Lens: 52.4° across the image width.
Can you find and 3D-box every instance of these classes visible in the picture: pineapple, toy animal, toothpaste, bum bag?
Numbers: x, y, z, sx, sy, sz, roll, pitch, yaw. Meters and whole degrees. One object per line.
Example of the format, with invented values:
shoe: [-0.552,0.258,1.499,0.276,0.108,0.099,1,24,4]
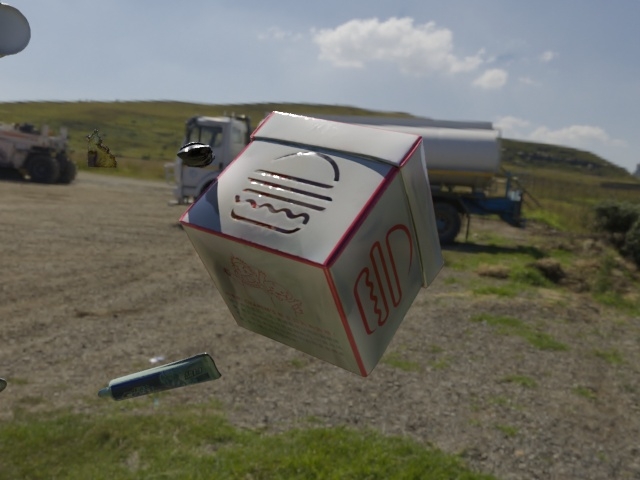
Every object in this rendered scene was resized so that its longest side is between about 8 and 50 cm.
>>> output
pineapple: [-0.607,-0.241,1.749,0.114,0.114,0.077,14,30,34]
toy animal: [-0.672,-0.423,1.324,0.130,0.104,0.221,-27,24,-23]
toothpaste: [-0.350,0.299,1.395,0.268,0.069,0.047,-15,3,6]
bum bag: [-0.201,-0.140,1.057,0.058,0.034,0.124,-9,-2,-8]

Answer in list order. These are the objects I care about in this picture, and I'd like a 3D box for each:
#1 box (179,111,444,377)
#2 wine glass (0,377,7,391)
box: [0.000,0.000,1.135,0.314,0.300,0.312,16,-35,31]
wine glass: [-0.751,0.234,1.409,0.103,0.222,0.103,-21,-27,-12]
